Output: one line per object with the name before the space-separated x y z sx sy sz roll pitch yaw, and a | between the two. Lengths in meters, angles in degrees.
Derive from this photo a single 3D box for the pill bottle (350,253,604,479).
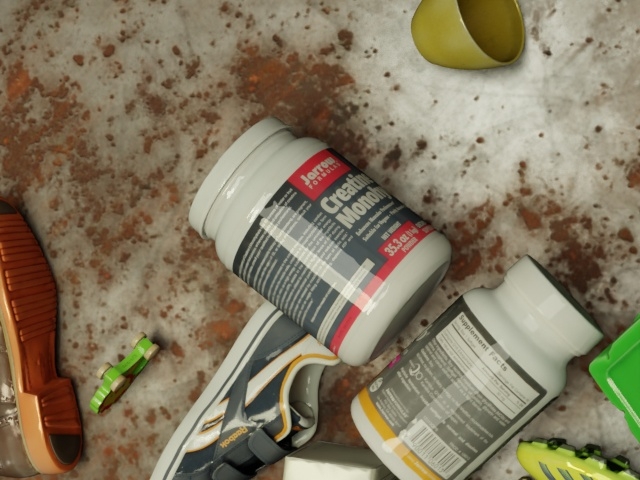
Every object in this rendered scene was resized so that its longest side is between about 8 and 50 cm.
pill bottle | 0.183 0.156 1.690 0.278 0.162 0.162 -44 80 8

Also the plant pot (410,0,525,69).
plant pot | 0.164 -0.256 1.727 0.095 0.134 0.134 -20 84 39

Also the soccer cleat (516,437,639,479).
soccer cleat | 0.347 0.316 1.668 0.289 0.093 0.121 23 97 22

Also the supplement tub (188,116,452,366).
supplement tub | 0.000 0.000 1.720 0.272 0.191 0.191 38 98 11

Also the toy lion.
toy lion | -0.251 0.173 1.840 0.034 0.096 0.100 40 58 11

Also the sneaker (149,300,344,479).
sneaker | -0.091 0.233 1.773 0.127 0.126 0.321 34 95 18

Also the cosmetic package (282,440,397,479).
cosmetic package | 0.013 0.405 1.729 0.113 0.160 0.309 6 89 14

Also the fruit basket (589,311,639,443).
fruit basket | 0.538 0.154 1.583 0.392 0.392 0.283 47 137 10

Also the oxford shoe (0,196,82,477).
oxford shoe | -0.411 0.126 1.856 0.133 0.130 0.363 -12 86 20

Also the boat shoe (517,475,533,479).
boat shoe | 0.139 0.368 1.659 0.324 0.116 0.096 -21 64 -26
